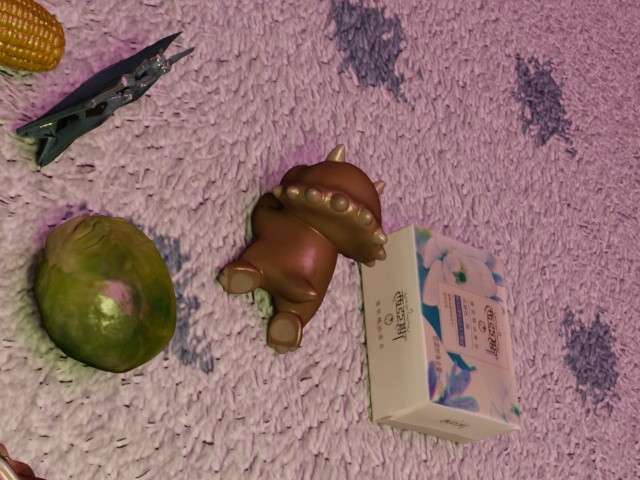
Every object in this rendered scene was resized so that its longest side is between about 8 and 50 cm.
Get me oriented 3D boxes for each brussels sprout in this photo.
[{"bbox_3d":[-0.244,0.060,1.566,0.181,0.144,0.161,46,58,12],"label":"brussels sprout"}]

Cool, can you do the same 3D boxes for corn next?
[{"bbox_3d":[-0.417,-0.269,1.580,0.313,0.102,0.102,24,54,-39],"label":"corn"}]

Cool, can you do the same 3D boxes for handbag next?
[{"bbox_3d":[-0.254,-0.175,1.674,0.057,0.144,0.221,57,39,-11],"label":"handbag"}]

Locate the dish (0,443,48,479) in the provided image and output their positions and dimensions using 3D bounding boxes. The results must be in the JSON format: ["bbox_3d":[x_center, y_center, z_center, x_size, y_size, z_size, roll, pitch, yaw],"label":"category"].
[{"bbox_3d":[-0.326,0.283,1.395,0.213,0.090,0.213,24,54,-38],"label":"dish"}]

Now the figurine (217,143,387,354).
[{"bbox_3d":[-0.001,-0.006,1.843,0.177,0.173,0.247,52,40,-15],"label":"figurine"}]

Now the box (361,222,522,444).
[{"bbox_3d":[0.172,0.137,2.003,0.203,0.116,0.274,21,56,-41],"label":"box"}]
